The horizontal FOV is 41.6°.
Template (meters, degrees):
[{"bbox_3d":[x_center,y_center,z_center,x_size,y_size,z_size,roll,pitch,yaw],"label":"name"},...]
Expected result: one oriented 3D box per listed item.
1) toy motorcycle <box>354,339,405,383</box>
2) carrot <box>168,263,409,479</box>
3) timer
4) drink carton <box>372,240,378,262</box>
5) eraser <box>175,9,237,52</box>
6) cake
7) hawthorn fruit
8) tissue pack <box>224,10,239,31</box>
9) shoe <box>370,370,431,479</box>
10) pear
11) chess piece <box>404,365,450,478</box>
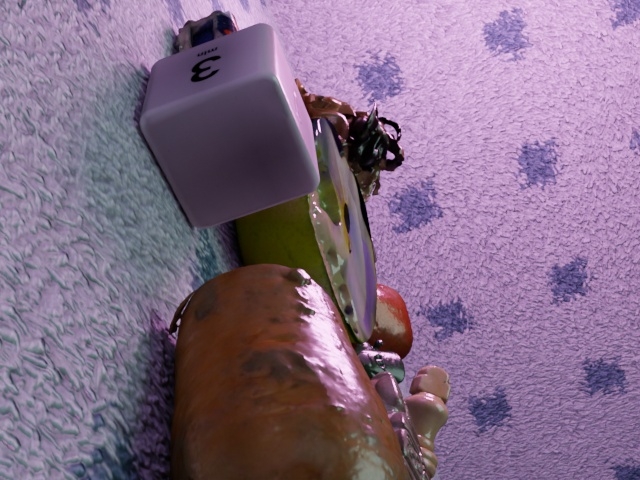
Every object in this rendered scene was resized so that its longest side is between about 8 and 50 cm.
[{"bbox_3d":[0.078,0.289,1.588,0.274,0.187,0.124,68,8,-47],"label":"toy motorcycle"},{"bbox_3d":[-0.039,0.194,0.839,0.340,0.224,0.224,-103,172,-54],"label":"carrot"},{"bbox_3d":[-0.123,-0.163,1.184,0.195,0.193,0.194,-98,168,-55],"label":"timer"},{"bbox_3d":[0.000,0.000,1.745,0.185,0.190,0.191,56,16,-46],"label":"drink carton"},{"bbox_3d":[-0.150,-0.237,1.516,0.155,0.102,0.332,-98,167,-47],"label":"eraser"},{"bbox_3d":[0.020,-0.215,1.876,0.332,0.321,0.332,-18,90,-84],"label":"cake"},{"bbox_3d":[0.060,0.166,1.680,0.299,0.211,0.211,35,33,-46],"label":"hawthorn fruit"},{"bbox_3d":[-0.199,-0.434,1.804,0.074,0.059,0.094,-59,131,-83],"label":"tissue pack"},{"bbox_3d":[0.056,0.342,1.238,0.351,0.198,0.171,-92,160,-76],"label":"shoe"},{"bbox_3d":[-0.032,-0.007,1.459,0.399,0.165,0.398,-10,90,-76],"label":"pear"},{"bbox_3d":[0.178,0.426,1.628,0.117,0.117,0.397,63,38,-49],"label":"chess piece"}]
